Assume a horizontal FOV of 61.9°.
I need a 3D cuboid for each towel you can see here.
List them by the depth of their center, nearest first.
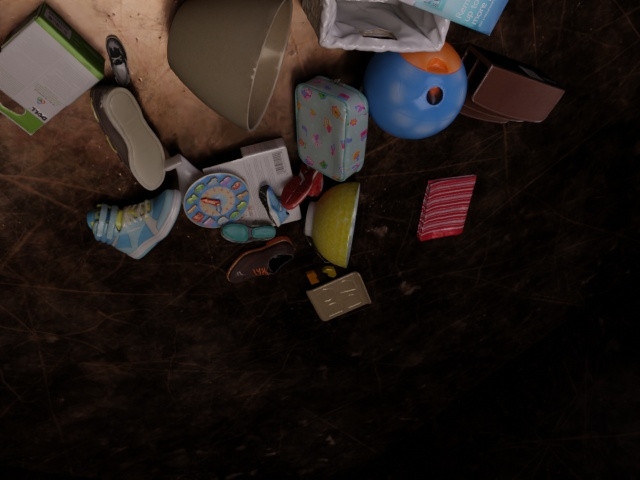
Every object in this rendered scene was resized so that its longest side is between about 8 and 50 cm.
[{"bbox_3d":[0.475,-0.119,2.020,0.198,0.031,0.275,-9,132,-13],"label":"towel"}]

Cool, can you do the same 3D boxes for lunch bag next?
[{"bbox_3d":[0.025,-0.331,1.551,0.108,0.224,0.279,-32,140,-33],"label":"lunch bag"}]

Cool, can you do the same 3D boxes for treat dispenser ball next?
[{"bbox_3d":[0.261,-0.428,1.494,0.288,0.288,0.288,-10,132,-11],"label":"treat dispenser ball"}]

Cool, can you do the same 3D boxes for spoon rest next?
[{"bbox_3d":[-0.392,-0.174,1.643,0.137,0.084,0.276,-23,147,2],"label":"spoon rest"}]

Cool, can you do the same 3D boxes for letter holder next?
[{"bbox_3d":[0.561,-0.449,1.680,0.301,0.152,0.214,8,128,-26],"label":"letter holder"}]

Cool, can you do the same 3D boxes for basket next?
[{"bbox_3d":[0.138,-0.656,1.267,0.328,0.266,0.331,-4,132,-16],"label":"basket"}]

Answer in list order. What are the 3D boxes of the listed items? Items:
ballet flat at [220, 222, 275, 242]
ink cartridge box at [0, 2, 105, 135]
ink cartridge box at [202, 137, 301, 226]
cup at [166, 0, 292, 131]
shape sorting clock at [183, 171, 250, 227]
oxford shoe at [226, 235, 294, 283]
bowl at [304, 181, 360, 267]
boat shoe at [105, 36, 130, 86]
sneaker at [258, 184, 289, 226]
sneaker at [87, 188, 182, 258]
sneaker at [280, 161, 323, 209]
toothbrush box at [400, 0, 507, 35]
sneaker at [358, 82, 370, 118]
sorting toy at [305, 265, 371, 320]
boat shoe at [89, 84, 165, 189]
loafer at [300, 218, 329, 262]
[{"bbox_3d":[-0.239,-0.022,1.733,0.188,0.070,0.070,3,129,-28],"label":"ballet flat"},{"bbox_3d":[-0.691,-0.412,1.303,0.255,0.097,0.189,-33,133,12],"label":"ink cartridge box"},{"bbox_3d":[-0.213,-0.161,1.712,0.261,0.066,0.296,-16,133,-5],"label":"ink cartridge box"},{"bbox_3d":[-0.231,-0.464,1.307,0.236,0.331,0.331,20,125,-1],"label":"cup"},{"bbox_3d":[-0.315,-0.119,1.634,0.206,0.040,0.206,-12,136,-12],"label":"shape sorting clock"},{"bbox_3d":[-0.217,0.085,1.904,0.271,0.098,0.097,-32,133,9],"label":"oxford shoe"},{"bbox_3d":[0.034,-0.062,1.776,0.156,0.289,0.290,10,130,5],"label":"bowl"},{"bbox_3d":[-0.517,-0.454,1.365,0.046,0.038,0.125,-9,132,-12],"label":"boat shoe"},{"bbox_3d":[-0.143,-0.121,1.700,0.073,0.063,0.162,-35,139,-13],"label":"sneaker"},{"bbox_3d":[-0.569,-0.071,1.598,0.208,0.127,0.319,25,129,-34],"label":"sneaker"},{"bbox_3d":[-0.043,-0.155,1.702,0.221,0.087,0.128,-57,148,-27],"label":"sneaker"},{"bbox_3d":[0.268,-0.590,1.109,0.295,0.126,0.216,9,125,-26],"label":"toothbrush box"},{"bbox_3d":[0.090,-0.368,1.627,0.084,0.097,0.235,-19,126,-62],"label":"sneaker"},{"bbox_3d":[0.061,0.194,2.145,0.229,0.041,0.307,-21,133,5],"label":"sorting toy"},{"bbox_3d":[-0.529,-0.281,1.475,0.117,0.096,0.324,-51,147,-30],"label":"boat shoe"},{"bbox_3d":[0.000,0.000,1.921,0.080,0.078,0.220,-29,133,6],"label":"loafer"}]
